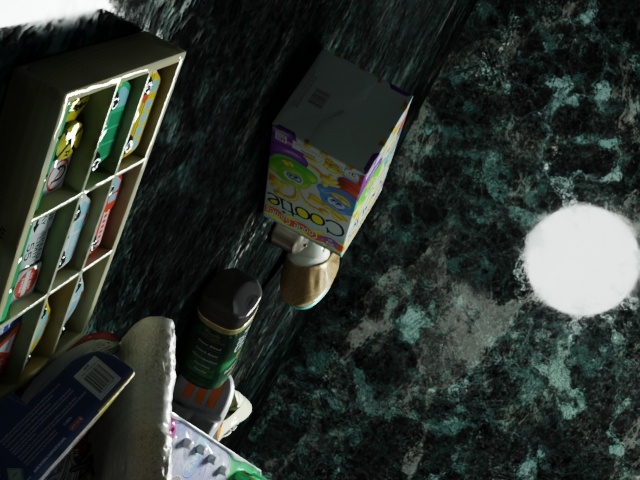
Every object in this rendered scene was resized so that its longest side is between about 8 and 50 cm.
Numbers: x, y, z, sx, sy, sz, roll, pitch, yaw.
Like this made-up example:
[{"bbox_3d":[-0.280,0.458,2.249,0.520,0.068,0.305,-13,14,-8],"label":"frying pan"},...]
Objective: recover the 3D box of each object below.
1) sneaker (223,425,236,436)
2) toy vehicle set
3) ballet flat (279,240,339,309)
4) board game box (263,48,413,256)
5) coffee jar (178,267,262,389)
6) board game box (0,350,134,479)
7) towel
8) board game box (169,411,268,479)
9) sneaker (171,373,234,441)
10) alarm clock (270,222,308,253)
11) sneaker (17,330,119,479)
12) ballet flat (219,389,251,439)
[{"bbox_3d":[-0.242,0.418,2.034,0.170,0.068,0.071,-46,-179,-38],"label":"sneaker"},{"bbox_3d":[-0.185,-0.009,0.652,0.267,0.035,0.166,-64,173,26],"label":"toy vehicle set"},{"bbox_3d":[0.000,0.000,1.935,0.342,0.116,0.124,-54,150,-51],"label":"ballet flat"},{"bbox_3d":[0.018,-0.114,1.335,0.144,0.142,0.275,-59,173,-23],"label":"board game box"},{"bbox_3d":[-0.146,0.129,1.371,0.096,0.079,0.184,-55,170,-48],"label":"coffee jar"},{"bbox_3d":[-0.248,0.184,0.694,0.194,0.060,0.194,-47,-177,31],"label":"board game box"},{"bbox_3d":[-0.190,0.206,0.885,0.282,0.049,0.187,135,-43,-53],"label":"towel"},{"bbox_3d":[-0.246,0.448,1.298,0.390,0.050,0.390,-60,145,-16],"label":"board game box"},{"bbox_3d":[-0.228,0.356,1.501,0.321,0.124,0.180,-59,172,-23],"label":"sneaker"},{"bbox_3d":[-0.036,-0.039,1.630,0.129,0.064,0.192,-62,171,5],"label":"alarm clock"},{"bbox_3d":[-0.233,0.183,0.844,0.225,0.093,0.088,-63,174,6],"label":"sneaker"},{"bbox_3d":[-0.202,0.351,1.941,0.086,0.086,0.248,-64,173,18],"label":"ballet flat"}]
